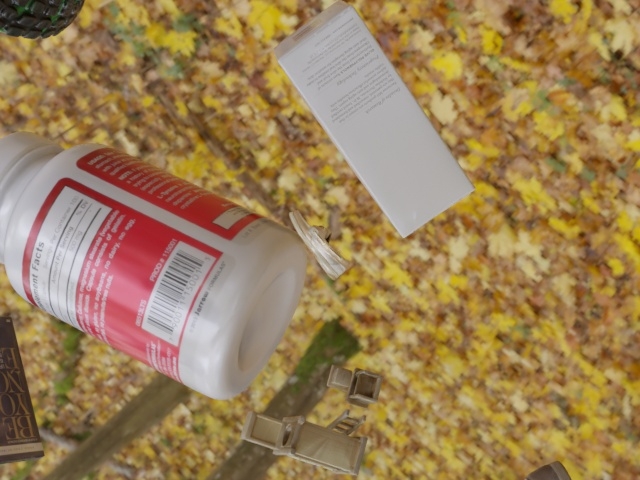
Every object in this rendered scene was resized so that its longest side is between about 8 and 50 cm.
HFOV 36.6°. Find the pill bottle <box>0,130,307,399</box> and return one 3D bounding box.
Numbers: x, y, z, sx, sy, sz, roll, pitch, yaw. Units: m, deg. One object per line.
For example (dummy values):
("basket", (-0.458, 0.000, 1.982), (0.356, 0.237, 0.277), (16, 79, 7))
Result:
("pill bottle", (-0.241, 0.016, 1.224), (0.408, 0.229, 0.229), (25, 139, 16))

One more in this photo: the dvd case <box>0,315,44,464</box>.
("dvd case", (-0.479, 0.209, 1.367), (0.018, 0.165, 0.221), (-27, 72, 25))

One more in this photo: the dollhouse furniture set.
("dollhouse furniture set", (-0.021, 0.251, 1.468), (0.182, 0.160, 0.101), (22, 162, -14))

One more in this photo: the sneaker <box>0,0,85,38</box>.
("sneaker", (-0.401, -0.341, 1.041), (0.344, 0.134, 0.146), (29, -170, -40))

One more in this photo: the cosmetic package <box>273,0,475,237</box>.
("cosmetic package", (0.085, -0.206, 1.626), (0.365, 0.155, 0.197), (52, -174, -18))

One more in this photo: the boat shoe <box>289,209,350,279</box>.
("boat shoe", (0.000, 0.000, 1.980), (0.170, 0.059, 0.063), (54, -178, 12))

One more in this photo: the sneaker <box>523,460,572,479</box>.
("sneaker", (0.334, 0.396, 1.303), (0.066, 0.071, 0.188), (55, -170, -73))
